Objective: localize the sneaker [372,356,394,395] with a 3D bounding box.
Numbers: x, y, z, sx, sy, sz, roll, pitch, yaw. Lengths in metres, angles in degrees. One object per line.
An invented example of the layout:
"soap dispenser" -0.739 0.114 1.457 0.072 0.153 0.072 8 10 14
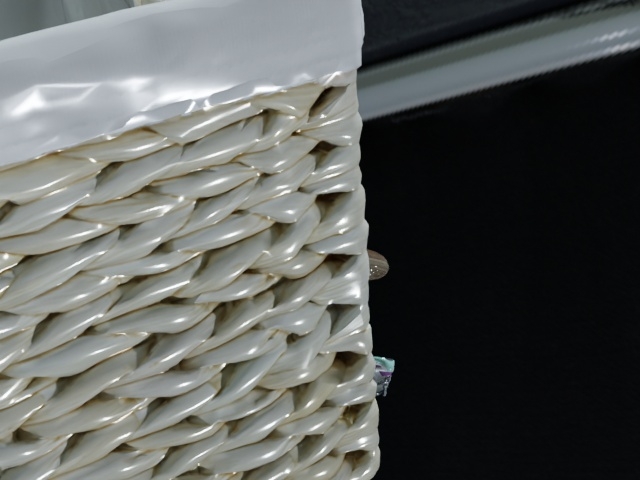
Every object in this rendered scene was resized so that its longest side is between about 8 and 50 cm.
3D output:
"sneaker" 0.054 0.185 1.236 0.098 0.038 0.069 1 -100 55

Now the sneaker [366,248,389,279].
"sneaker" 0.000 0.000 1.197 0.066 0.188 0.071 126 -27 -64

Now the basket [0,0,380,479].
"basket" -0.181 0.001 0.457 0.328 0.331 0.266 33 -41 51
